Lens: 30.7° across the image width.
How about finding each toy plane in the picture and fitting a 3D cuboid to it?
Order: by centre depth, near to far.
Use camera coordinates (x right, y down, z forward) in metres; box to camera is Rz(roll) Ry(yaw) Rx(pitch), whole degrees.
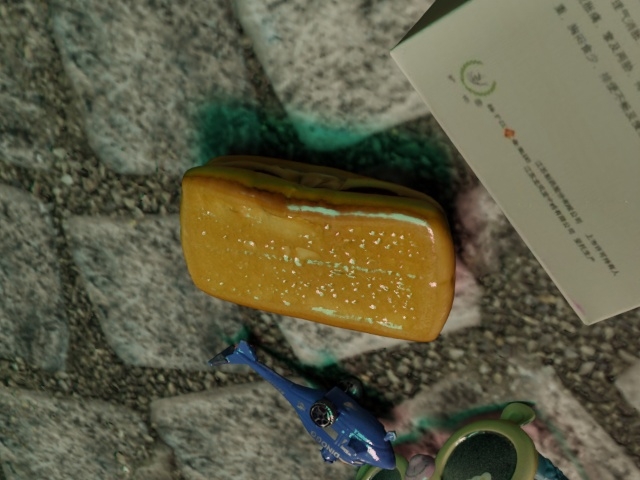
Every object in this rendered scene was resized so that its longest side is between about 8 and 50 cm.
[{"bbox_3d":[-0.011,0.129,0.907,0.167,0.054,0.062,35,120,15],"label":"toy plane"}]

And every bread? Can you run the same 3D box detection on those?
[{"bbox_3d":[0.000,0.000,0.804,0.200,0.077,0.116,11,124,19],"label":"bread"}]

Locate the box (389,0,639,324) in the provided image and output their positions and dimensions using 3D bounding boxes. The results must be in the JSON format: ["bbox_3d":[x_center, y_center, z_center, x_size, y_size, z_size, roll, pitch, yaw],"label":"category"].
[{"bbox_3d":[0.212,-0.101,0.593,0.299,0.106,0.200,-26,107,42],"label":"box"}]

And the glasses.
[{"bbox_3d":[0.136,0.249,0.891,0.190,0.088,0.220,-29,104,38],"label":"glasses"}]
